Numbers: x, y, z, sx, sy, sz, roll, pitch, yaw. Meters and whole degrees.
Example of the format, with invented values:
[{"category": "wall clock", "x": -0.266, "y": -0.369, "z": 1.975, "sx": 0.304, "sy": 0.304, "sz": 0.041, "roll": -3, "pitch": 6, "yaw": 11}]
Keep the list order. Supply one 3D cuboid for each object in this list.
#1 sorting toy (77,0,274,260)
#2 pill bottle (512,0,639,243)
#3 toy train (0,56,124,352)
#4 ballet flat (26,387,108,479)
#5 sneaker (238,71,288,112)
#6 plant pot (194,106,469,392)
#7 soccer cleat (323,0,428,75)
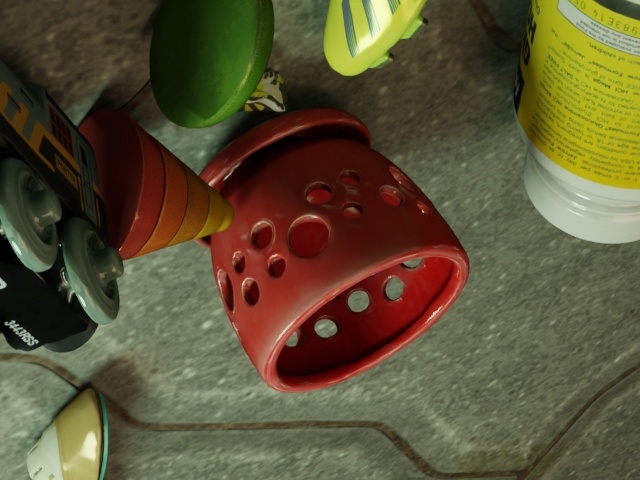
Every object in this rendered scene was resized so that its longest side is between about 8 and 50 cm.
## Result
[{"category": "sorting toy", "x": -0.052, "y": -0.115, "z": 1.432, "sx": 0.126, "sy": 0.127, "sz": 0.365, "roll": 12, "pitch": 127, "yaw": -38}, {"category": "pill bottle", "x": 0.257, "y": -0.154, "z": 1.613, "sx": 0.188, "sy": 0.188, "sz": 0.334, "roll": -20, "pitch": 146, "yaw": -20}, {"category": "toy train", "x": -0.241, "y": -0.049, "z": 1.312, "sx": 0.142, "sy": 0.190, "sz": 0.334, "roll": -20, "pitch": 147, "yaw": 12}, {"category": "ballet flat", "x": -0.233, "y": 0.219, "z": 1.791, "sx": 0.073, "sy": 0.080, "sz": 0.232, "roll": -5, "pitch": 140, "yaw": -14}, {"category": "sneaker", "x": -0.055, "y": -0.115, "z": 1.545, "sx": 0.035, "sy": 0.031, "sz": 0.083, "roll": -12, "pitch": 169, "yaw": 28}, {"category": "plant pot", "x": 0.000, "y": 0.000, "z": 1.592, "sx": 0.191, "sy": 0.174, "sz": 0.191, "roll": -24, "pitch": 155, "yaw": -12}, {"category": "soccer cleat", "x": 0.051, "y": -0.241, "z": 1.434, "sx": 0.121, "sy": 0.093, "sz": 0.289, "roll": 17, "pitch": 134, "yaw": -15}]
